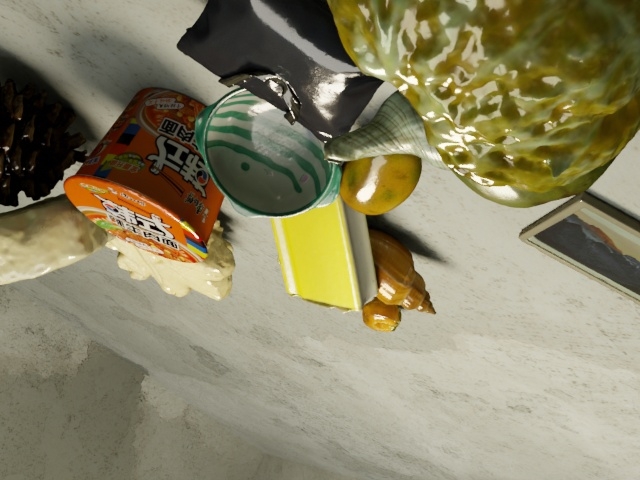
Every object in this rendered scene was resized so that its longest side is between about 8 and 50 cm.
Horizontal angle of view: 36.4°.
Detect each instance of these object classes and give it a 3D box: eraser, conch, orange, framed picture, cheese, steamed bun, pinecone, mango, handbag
[{"bbox_3d":[0.000,0.000,1.563,0.158,0.069,0.226,9,124,33],"label":"eraser"},{"bbox_3d":[0.134,-0.151,1.149,0.234,0.137,0.114,13,136,3],"label":"conch"},{"bbox_3d":[0.120,0.140,1.898,0.086,0.062,0.086,6,152,3],"label":"orange"},{"bbox_3d":[0.076,0.008,1.628,0.330,0.093,0.109,48,174,-3],"label":"conch"},{"bbox_3d":[0.431,0.027,1.364,0.265,0.018,0.192,27,160,-6],"label":"framed picture"},{"bbox_3d":[-0.496,-0.006,1.699,0.326,0.318,0.115,-3,104,47],"label":"cheese"},{"bbox_3d":[-0.281,-0.003,1.907,0.292,0.137,0.295,33,150,-10],"label":"steamed bun"},{"bbox_3d":[-0.547,-0.165,1.692,0.257,0.243,0.243,33,158,-32],"label":"pinecone"},{"bbox_3d":[0.156,-0.205,0.751,0.368,0.271,0.210,41,162,-24],"label":"orange"},{"bbox_3d":[0.087,-0.095,1.343,0.111,0.089,0.163,-4,157,-32],"label":"mango"},{"bbox_3d":[-0.042,-0.226,1.191,0.254,0.089,0.211,32,147,-11],"label":"handbag"}]

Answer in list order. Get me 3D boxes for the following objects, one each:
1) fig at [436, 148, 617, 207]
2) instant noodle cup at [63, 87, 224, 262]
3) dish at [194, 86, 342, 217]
[{"bbox_3d":[0.200,-0.145,0.993,0.225,0.203,0.203,48,154,-8],"label":"fig"},{"bbox_3d":[-0.250,-0.106,1.549,0.250,0.192,0.250,22,158,9],"label":"instant noodle cup"},{"bbox_3d":[-0.057,-0.147,1.360,0.224,0.078,0.246,28,121,5],"label":"dish"}]
